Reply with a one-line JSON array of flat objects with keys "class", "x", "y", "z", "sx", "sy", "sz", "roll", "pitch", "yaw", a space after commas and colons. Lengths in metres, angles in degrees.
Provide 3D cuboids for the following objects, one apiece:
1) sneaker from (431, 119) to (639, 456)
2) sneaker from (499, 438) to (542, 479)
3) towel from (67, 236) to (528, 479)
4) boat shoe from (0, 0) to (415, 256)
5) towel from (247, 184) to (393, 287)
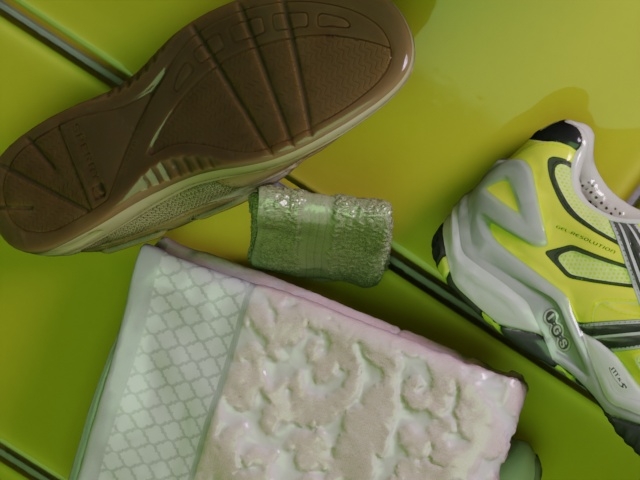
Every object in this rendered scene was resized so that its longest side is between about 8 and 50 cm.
[{"class": "sneaker", "x": 0.257, "y": 0.066, "z": 1.248, "sx": 0.384, "sy": 0.145, "sz": 0.147, "roll": 38, "pitch": 108, "yaw": 13}, {"class": "sneaker", "x": 0.023, "y": 0.192, "z": 1.398, "sx": 0.297, "sy": 0.111, "sz": 0.129, "roll": -13, "pitch": 102, "yaw": 12}, {"class": "towel", "x": -0.041, "y": 0.199, "z": 1.352, "sx": 0.317, "sy": 0.053, "sz": 0.332, "roll": 22, "pitch": 102, "yaw": 15}, {"class": "boat shoe", "x": -0.077, "y": -0.083, "z": 1.307, "sx": 0.341, "sy": 0.110, "sz": 0.122, "roll": -22, "pitch": 73, "yaw": 20}, {"class": "towel", "x": 0.000, "y": 0.000, "z": 1.317, "sx": 0.110, "sy": 0.148, "sz": 0.027, "roll": 7, "pitch": 69, "yaw": 0}]
